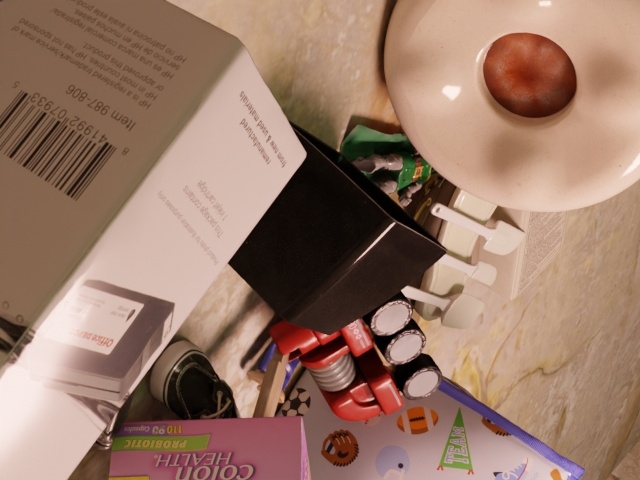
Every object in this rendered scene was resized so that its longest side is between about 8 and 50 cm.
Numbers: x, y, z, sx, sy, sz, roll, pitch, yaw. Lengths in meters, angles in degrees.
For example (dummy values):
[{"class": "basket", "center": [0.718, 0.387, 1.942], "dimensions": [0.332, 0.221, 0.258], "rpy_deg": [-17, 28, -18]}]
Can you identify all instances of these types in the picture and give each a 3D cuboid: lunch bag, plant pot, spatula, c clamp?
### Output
[{"class": "lunch bag", "center": [0.120, 0.347, 1.782], "dimensions": [0.327, 0.385, 0.239], "rpy_deg": [-59, 154, -4]}, {"class": "plant pot", "center": [0.000, 0.000, 1.460], "dimensions": [0.167, 0.188, 0.187], "rpy_deg": [-51, 155, 7]}, {"class": "spatula", "center": [0.184, 0.036, 1.782], "dimensions": [0.242, 0.019, 0.168], "rpy_deg": [19, 108, -52]}, {"class": "c clamp", "center": [-0.210, 0.157, 1.373], "dimensions": [0.137, 0.022, 0.160], "rpy_deg": [-70, 180, -66]}]

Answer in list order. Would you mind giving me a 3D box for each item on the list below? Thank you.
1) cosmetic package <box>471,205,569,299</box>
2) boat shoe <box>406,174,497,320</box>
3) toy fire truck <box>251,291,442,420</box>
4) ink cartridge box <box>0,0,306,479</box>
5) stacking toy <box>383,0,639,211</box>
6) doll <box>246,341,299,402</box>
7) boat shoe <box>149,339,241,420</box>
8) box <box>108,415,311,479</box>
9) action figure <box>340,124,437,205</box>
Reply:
[{"class": "cosmetic package", "center": [0.287, -0.076, 1.931], "dimensions": [0.153, 0.129, 0.296], "rpy_deg": [-39, 148, -32]}, {"class": "boat shoe", "center": [0.176, -0.036, 1.807], "dimensions": [0.109, 0.091, 0.305], "rpy_deg": [-8, 127, -44]}, {"class": "toy fire truck", "center": [0.009, 0.160, 1.596], "dimensions": [0.246, 0.158, 0.217], "rpy_deg": [-30, 136, -3]}, {"class": "ink cartridge box", "center": [-0.247, 0.000, 0.890], "dimensions": [0.395, 0.285, 0.166], "rpy_deg": [-54, 154, -11]}, {"class": "stacking toy", "center": [0.312, -0.285, 1.641], "dimensions": [0.480, 0.351, 0.350], "rpy_deg": [-53, 158, -51]}, {"class": "doll", "center": [-0.021, 0.115, 1.677], "dimensions": [0.189, 0.046, 0.129], "rpy_deg": [-56, 147, -19]}, {"class": "boat shoe", "center": [-0.134, 0.187, 1.525], "dimensions": [0.077, 0.070, 0.219], "rpy_deg": [-51, 153, -17]}, {"class": "box", "center": [-0.118, 0.316, 1.503], "dimensions": [0.243, 0.214, 0.117], "rpy_deg": [84, 5, -51]}, {"class": "action figure", "center": [0.100, -0.090, 1.669], "dimensions": [0.232, 0.063, 0.137], "rpy_deg": [-20, 130, -58]}]
